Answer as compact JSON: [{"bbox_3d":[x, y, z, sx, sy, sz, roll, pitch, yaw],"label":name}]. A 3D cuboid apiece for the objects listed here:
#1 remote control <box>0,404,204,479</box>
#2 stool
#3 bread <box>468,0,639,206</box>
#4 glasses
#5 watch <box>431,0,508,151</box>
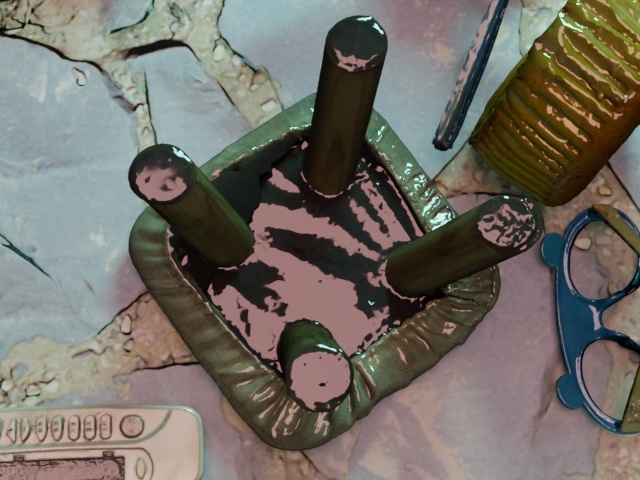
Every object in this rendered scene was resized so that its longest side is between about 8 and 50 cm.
[{"bbox_3d":[-0.227,0.204,1.068,0.230,0.049,0.090,-1,76,-5],"label":"remote control"},{"bbox_3d":[0.000,0.000,1.047,0.310,0.226,0.310,-37,79,-12],"label":"stool"},{"bbox_3d":[0.263,-0.158,1.091,0.142,0.253,0.227,43,64,4],"label":"bread"},{"bbox_3d":[0.333,0.067,1.094,0.102,0.207,0.239,9,74,-39],"label":"glasses"},{"bbox_3d":[0.131,-0.278,1.121,0.274,0.068,0.276,-43,89,5],"label":"watch"}]
